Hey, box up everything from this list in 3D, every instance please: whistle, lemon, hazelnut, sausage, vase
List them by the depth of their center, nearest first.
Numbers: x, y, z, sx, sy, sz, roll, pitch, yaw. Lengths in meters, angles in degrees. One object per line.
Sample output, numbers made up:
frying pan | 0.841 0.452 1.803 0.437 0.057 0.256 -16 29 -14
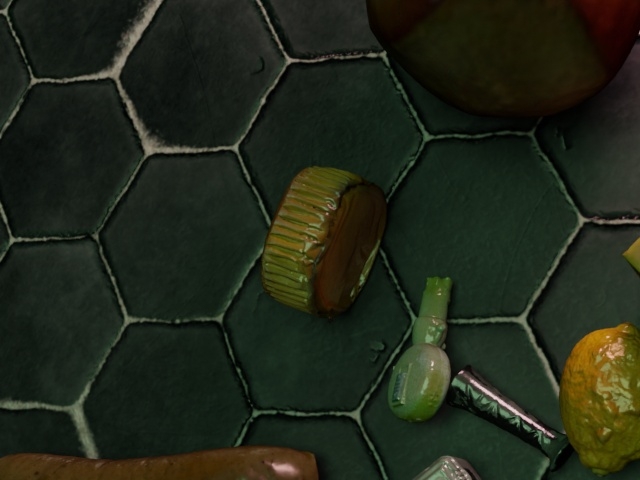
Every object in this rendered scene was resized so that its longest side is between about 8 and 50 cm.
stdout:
lemon | 0.353 0.190 1.545 0.142 0.142 0.187 9 79 23
vase | 0.239 0.223 1.628 0.167 0.059 0.059 31 89 25
hazelnut | 0.227 -0.328 1.629 0.366 0.366 0.365 -5 75 20
whistle | 0.132 0.138 1.678 0.104 0.057 0.198 -27 47 61
sausage | -0.242 0.349 1.753 0.501 0.123 0.136 -6 46 20

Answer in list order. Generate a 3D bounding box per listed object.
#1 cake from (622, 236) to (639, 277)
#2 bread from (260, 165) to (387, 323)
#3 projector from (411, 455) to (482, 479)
cake | 0.492 0.030 1.451 0.222 0.286 0.227 -42 66 7
bread | 0.000 0.000 1.710 0.104 0.199 0.199 19 84 26
projector | 0.123 0.414 1.603 0.257 0.099 0.192 -40 67 8
